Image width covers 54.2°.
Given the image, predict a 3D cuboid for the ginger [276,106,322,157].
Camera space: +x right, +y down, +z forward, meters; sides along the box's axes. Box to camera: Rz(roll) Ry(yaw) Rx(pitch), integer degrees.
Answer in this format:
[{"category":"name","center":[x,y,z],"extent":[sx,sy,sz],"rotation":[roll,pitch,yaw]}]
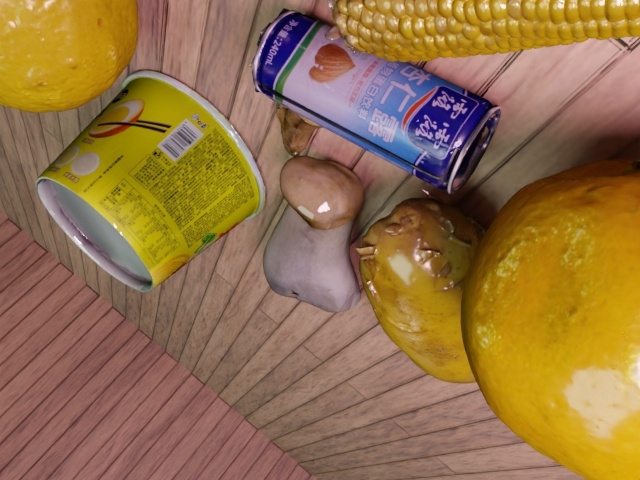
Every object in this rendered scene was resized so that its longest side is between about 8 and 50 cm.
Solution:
[{"category":"ginger","center":[-0.022,-0.146,0.756],"extent":[0.058,0.044,0.137],"rotation":[17,159,-17]}]

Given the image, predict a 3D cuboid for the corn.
[{"category":"corn","center":[0.139,-0.186,0.440],"extent":[0.305,0.106,0.106],"rotation":[8,138,39]}]

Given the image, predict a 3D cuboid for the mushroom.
[{"category":"mushroom","center":[0.000,0.000,0.888],"extent":[0.159,0.122,0.328],"rotation":[2,151,-6]}]

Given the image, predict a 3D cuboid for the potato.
[{"category":"potato","center":[0.140,0.064,0.754],"extent":[0.173,0.140,0.300],"rotation":[7,144,36]}]

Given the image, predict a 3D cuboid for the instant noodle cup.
[{"category":"instant noodle cup","center":[-0.272,-0.077,0.974],"extent":[0.312,0.221,0.311],"rotation":[30,150,20]}]

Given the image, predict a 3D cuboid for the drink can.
[{"category":"drink can","center":[0.050,-0.140,0.618],"extent":[0.235,0.097,0.097],"rotation":[32,151,19]}]

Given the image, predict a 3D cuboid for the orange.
[{"category":"orange","center":[0.246,0.050,0.472],"extent":[0.279,0.279,0.235],"rotation":[13,113,42]}]

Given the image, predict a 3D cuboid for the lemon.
[{"category":"lemon","center":[-0.342,-0.292,0.732],"extent":[0.245,0.245,0.319],"rotation":[30,146,20]}]
